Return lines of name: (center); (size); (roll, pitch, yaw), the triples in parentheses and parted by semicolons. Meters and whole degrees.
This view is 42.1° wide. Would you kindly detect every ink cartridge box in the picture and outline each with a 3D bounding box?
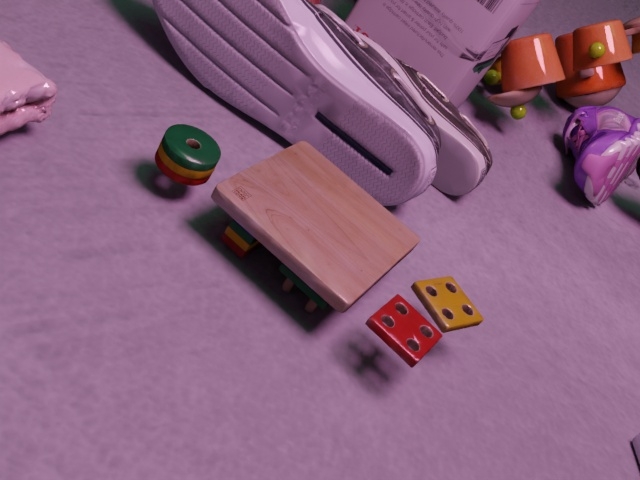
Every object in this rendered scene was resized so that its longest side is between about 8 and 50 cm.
ink cartridge box: (0.145, -0.273, 0.942); (0.160, 0.219, 0.092); (45, 34, 13)

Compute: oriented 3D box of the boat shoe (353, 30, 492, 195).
boat shoe: (0.089, -0.138, 0.869); (0.219, 0.078, 0.070); (46, 37, 2)

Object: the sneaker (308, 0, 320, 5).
sneaker: (-0.021, -0.320, 0.936); (0.097, 0.135, 0.276); (30, 37, -10)

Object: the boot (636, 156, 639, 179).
boot: (0.514, 0.028, 0.951); (0.338, 0.118, 0.223); (33, 36, -13)

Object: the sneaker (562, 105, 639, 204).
sneaker: (0.346, -0.120, 1.040); (0.104, 0.095, 0.236); (38, 30, 16)

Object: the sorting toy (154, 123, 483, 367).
sorting toy: (0.000, 0.000, 0.660); (0.274, 0.046, 0.132); (41, 36, 9)

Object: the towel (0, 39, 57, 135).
towel: (-0.390, -0.143, 0.514); (0.332, 0.053, 0.317); (40, 37, 7)

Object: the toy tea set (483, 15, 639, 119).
toy tea set: (0.330, -0.211, 1.089); (0.336, 0.200, 0.124); (-17, 100, -30)

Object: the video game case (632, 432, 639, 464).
video game case: (0.357, 0.257, 0.666); (0.201, 0.023, 0.183); (22, 38, -17)

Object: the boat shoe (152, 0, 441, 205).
boat shoe: (-0.022, -0.166, 0.795); (0.335, 0.121, 0.119); (45, 28, -4)
